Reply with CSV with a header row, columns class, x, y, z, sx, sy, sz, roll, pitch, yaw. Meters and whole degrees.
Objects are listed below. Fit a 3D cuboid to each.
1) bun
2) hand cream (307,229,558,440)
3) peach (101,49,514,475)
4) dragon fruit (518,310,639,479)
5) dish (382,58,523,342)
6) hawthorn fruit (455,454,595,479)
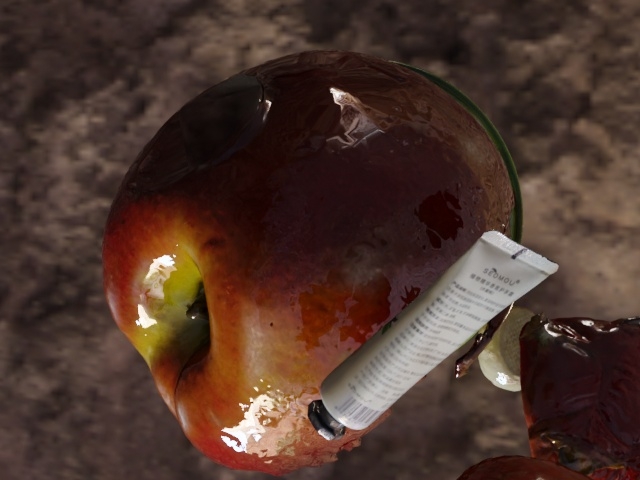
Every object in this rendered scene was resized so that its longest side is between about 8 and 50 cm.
class,x,y,z,sx,sy,sz,roll,pitch,yaw
bun,0.186,0.109,1.905,0.086,0.055,0.086,14,-113,-36
hand cream,0.077,0.074,1.471,0.080,0.234,0.050,25,-145,-37
peach,-0.018,-0.003,1.741,0.406,0.335,0.310,-47,-63,-24
dragon fruit,0.216,0.146,1.464,0.127,0.121,0.161,63,-153,-47
dish,0.041,-0.017,1.973,0.324,0.124,0.324,0,-96,-1
hawthorn fruit,0.179,0.247,1.137,0.165,0.285,0.165,-39,-30,-28
